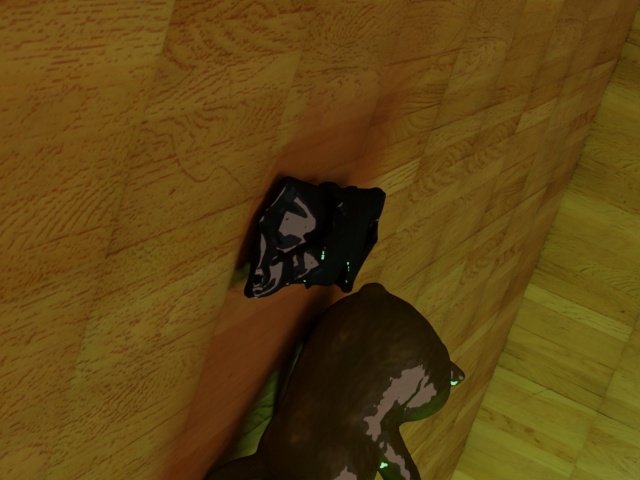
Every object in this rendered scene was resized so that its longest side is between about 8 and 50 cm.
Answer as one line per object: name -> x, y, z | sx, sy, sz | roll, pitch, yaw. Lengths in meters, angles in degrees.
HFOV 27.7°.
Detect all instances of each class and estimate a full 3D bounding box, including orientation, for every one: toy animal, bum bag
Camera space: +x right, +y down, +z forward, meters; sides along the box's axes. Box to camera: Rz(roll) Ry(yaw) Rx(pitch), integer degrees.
toy animal -> 0.009, 0.227, 1.433 | 0.363, 0.181, 0.180 | -60, 150, -26
bum bag -> 0.000, 0.000, 1.283 | 0.123, 0.060, 0.248 | -68, 162, 11
